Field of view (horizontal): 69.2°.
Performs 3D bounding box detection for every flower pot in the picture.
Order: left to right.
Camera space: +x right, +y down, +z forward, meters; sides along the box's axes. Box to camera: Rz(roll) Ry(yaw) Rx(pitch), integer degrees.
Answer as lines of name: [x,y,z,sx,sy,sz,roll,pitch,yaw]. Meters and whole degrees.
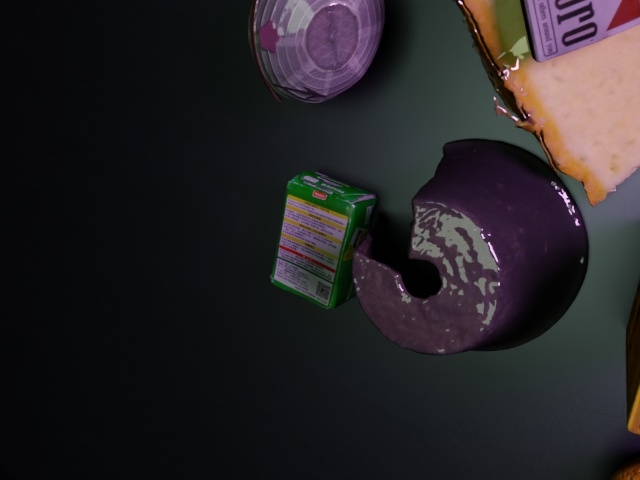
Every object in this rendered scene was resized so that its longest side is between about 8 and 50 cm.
flower pot: [0.208,0.040,0.729,0.378,0.251,0.380,7,103,30]

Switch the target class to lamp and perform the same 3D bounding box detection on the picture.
lamp: [-0.011,-0.368,0.802,0.233,0.233,0.266,22,124,27]

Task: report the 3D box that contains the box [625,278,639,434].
box: [0.434,0.085,0.555,0.083,0.301,0.193,15,108,30]

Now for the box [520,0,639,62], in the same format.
box: [0.271,-0.301,0.499,0.115,0.036,0.178,-18,116,18]

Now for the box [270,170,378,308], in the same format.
box: [0.000,0.000,0.942,0.180,0.103,0.250,24,114,28]

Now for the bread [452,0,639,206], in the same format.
bread: [0.331,-0.240,0.584,0.248,0.279,0.316,-36,68,26]

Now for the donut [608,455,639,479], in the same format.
donut: [0.514,0.419,0.653,0.226,0.113,0.227,-1,89,64]
